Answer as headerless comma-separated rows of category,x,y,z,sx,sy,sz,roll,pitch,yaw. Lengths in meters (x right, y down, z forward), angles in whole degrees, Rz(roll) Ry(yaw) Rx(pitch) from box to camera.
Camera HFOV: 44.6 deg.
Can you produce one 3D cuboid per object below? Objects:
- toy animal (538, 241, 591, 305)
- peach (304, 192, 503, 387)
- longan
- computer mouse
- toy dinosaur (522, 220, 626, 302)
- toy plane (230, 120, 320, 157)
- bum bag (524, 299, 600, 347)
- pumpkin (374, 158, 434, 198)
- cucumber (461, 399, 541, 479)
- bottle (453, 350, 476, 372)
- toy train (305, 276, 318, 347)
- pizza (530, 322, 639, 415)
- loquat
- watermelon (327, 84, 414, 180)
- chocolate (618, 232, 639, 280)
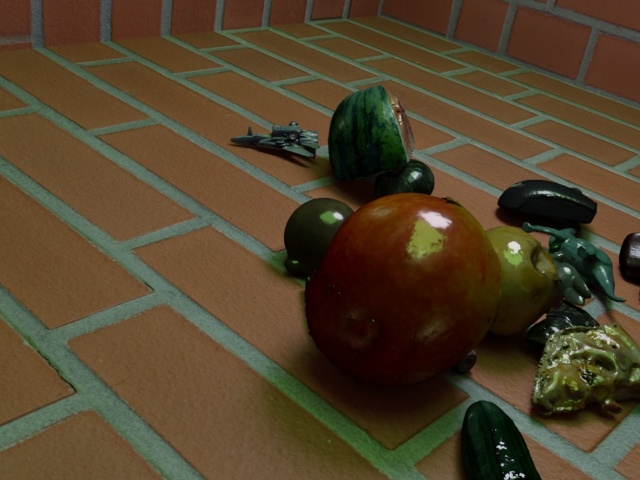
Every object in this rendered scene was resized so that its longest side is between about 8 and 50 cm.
toy animal,0.544,0.086,1.828,0.108,0.138,0.236,17,26,-48
peach,0.147,0.090,1.436,0.370,0.370,0.370,8,29,-4
longan,0.000,0.000,1.771,0.204,0.159,0.185,-44,61,-12
computer mouse,0.636,-0.117,2.189,0.269,0.100,0.170,10,12,8
toy dinosaur,0.696,0.042,1.988,0.330,0.129,0.383,-3,31,-40
toy plane,-0.136,-0.312,2.351,0.267,0.088,0.212,7,28,-6
bum bag,0.528,0.189,1.679,0.102,0.069,0.248,10,22,34
pumpkin,0.230,-0.153,2.135,0.125,0.167,0.167,46,11,-31
cucumber,0.275,0.341,1.280,0.115,0.063,0.244,-31,21,10
bottle,0.253,0.207,1.573,0.053,0.053,0.140,-9,34,-31
toy train,0.001,0.142,1.618,0.042,0.044,0.209,4,29,-10
pizza,0.517,0.252,1.514,0.296,0.071,0.189,-8,60,-21
loquat,0.377,0.090,1.651,0.243,0.244,0.244,8,29,-4
watermelon,0.119,-0.312,2.184,0.292,0.222,0.319,-11,21,25
chocolate,0.807,0.041,2.001,0.080,0.125,0.149,2,29,20
